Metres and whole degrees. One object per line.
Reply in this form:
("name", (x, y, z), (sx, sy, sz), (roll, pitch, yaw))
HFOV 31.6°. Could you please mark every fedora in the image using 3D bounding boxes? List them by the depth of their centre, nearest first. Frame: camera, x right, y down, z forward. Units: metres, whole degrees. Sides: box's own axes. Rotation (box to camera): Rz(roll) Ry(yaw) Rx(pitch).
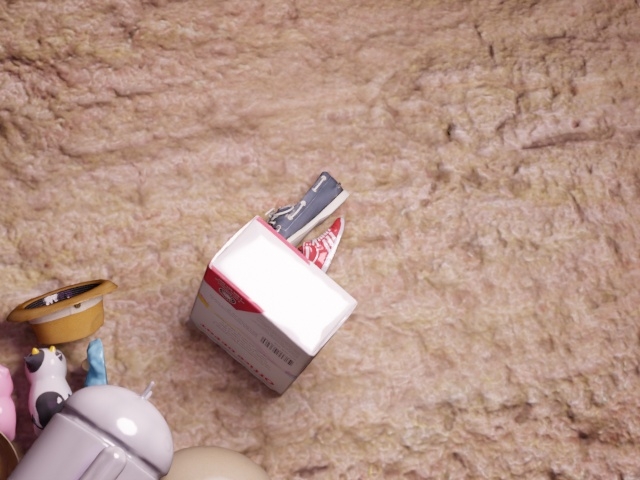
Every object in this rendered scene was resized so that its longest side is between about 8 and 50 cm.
("fedora", (-0.431, 0.128, 1.923), (0.194, 0.194, 0.079), (-18, 101, -16))

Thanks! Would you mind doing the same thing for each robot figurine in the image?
("robot figurine", (-0.365, 0.372, 1.760), (0.200, 0.300, 0.353), (39, 72, -12))

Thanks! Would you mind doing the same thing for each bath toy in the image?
("bath toy", (-0.527, 0.254, 1.872), (0.348, 0.129, 0.151), (-11, 45, -16))

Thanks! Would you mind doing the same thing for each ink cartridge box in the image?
("ink cartridge box", (-0.088, 0.118, 1.911), (0.226, 0.306, 0.131), (40, 69, 3))

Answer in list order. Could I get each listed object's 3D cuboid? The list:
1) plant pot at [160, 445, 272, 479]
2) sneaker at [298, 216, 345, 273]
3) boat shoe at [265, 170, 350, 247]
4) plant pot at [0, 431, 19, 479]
("plant pot", (-0.180, 0.465, 1.840), (0.284, 0.191, 0.284), (4, 72, -11))
("sneaker", (0.000, 0.000, 2.109), (0.067, 0.042, 0.118), (24, 71, -7))
("boat shoe", (-0.053, -0.035, 2.082), (0.254, 0.095, 0.079), (-42, 86, -22))
("plant pot", (-0.602, 0.374, 1.811), (0.236, 0.032, 0.236), (-5, 111, -13))
